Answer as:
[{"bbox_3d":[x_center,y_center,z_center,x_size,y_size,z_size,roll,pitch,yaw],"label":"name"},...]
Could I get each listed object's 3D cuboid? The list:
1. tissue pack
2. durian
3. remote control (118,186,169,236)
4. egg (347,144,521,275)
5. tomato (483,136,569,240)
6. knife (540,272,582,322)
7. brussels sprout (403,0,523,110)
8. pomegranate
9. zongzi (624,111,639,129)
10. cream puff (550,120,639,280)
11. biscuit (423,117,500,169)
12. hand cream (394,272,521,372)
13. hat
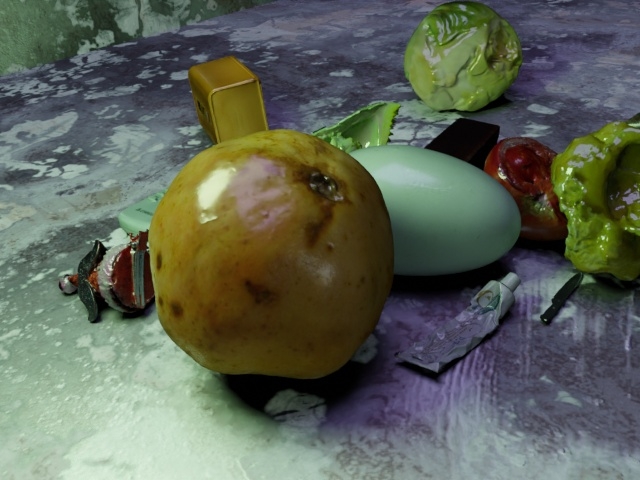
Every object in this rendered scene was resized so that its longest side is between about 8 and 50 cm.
[{"bbox_3d":[-0.247,-0.360,2.027,0.145,0.195,0.274,-19,30,-12],"label":"tissue pack"},{"bbox_3d":[0.016,-0.198,1.694,0.355,0.170,0.157,-26,37,-26],"label":"durian"},{"bbox_3d":[-0.306,-0.087,1.683,0.140,0.056,0.296,16,36,39],"label":"remote control"},{"bbox_3d":[0.166,-0.051,1.336,0.370,0.230,0.230,9,32,13],"label":"egg"},{"bbox_3d":[0.402,-0.082,1.437,0.233,0.140,0.200,38,44,3],"label":"tomato"},{"bbox_3d":[0.402,0.092,1.255,0.023,0.010,0.170,21,37,31],"label":"knife"},{"bbox_3d":[0.386,-0.512,2.081,0.343,0.268,0.344,-5,37,4],"label":"brussels sprout"},{"bbox_3d":[-0.080,0.033,1.144,0.409,0.410,0.410,-5,29,3],"label":"pomegranate"},{"bbox_3d":[0.787,-0.246,1.721,0.184,0.084,0.187,-22,34,2],"label":"zongzi"},{"bbox_3d":[0.513,-0.068,1.258,0.281,0.282,0.185,-26,11,-31],"label":"cream puff"},{"bbox_3d":[0.299,-0.186,1.654,0.107,0.073,0.388,16,29,20],"label":"biscuit"},{"bbox_3d":[0.231,0.128,1.188,0.257,0.050,0.084,-36,38,-31],"label":"hand cream"},{"bbox_3d":[-0.402,0.062,1.380,0.227,0.140,0.129,-5,16,31],"label":"hat"}]
